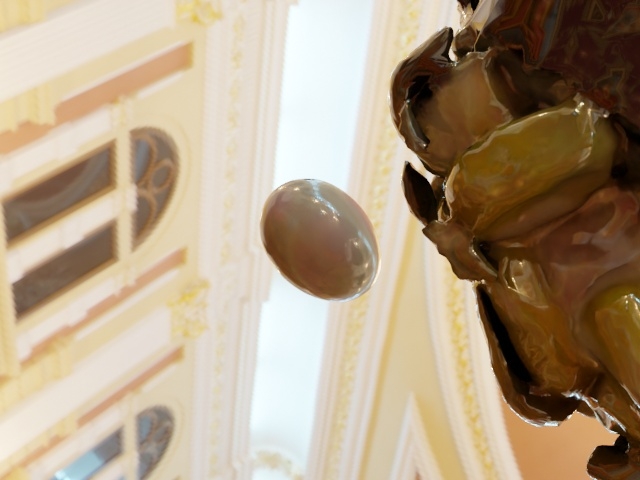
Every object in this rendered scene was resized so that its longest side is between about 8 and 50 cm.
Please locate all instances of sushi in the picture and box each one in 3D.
[{"bbox_3d":[0.200,-0.037,0.587,0.327,0.329,0.285,33,-76,0],"label":"sushi"}]

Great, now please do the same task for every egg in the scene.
[{"bbox_3d":[0.000,0.000,1.036,0.135,0.103,0.103,47,-39,11],"label":"egg"}]
